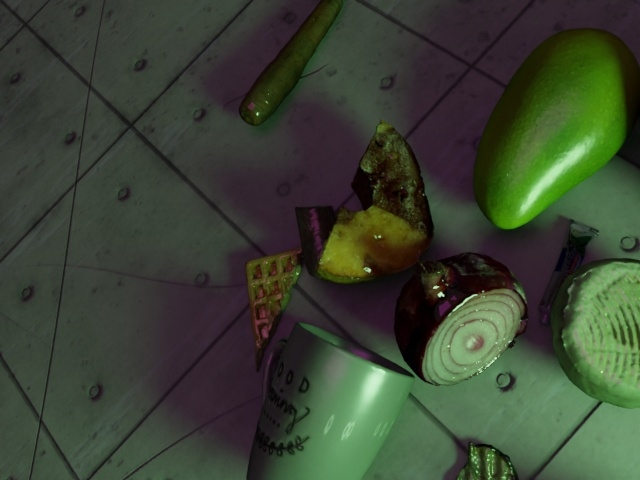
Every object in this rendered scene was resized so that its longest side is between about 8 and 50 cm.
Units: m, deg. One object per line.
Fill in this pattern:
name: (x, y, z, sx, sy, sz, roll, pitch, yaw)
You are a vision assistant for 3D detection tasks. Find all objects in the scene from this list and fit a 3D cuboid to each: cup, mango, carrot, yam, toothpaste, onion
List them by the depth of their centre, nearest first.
onion: (0.174, 0.084, 0.814, 0.195, 0.218, 0.140, -37, 36, 9)
cup: (-0.018, 0.248, 0.855, 0.258, 0.186, 0.234, 23, 86, 54)
toothpaste: (0.362, 0.048, 0.867, 0.045, 0.028, 0.170, 24, 76, 18)
mango: (0.350, -0.165, 0.880, 0.192, 0.156, 0.343, 29, 85, 33)
yam: (0.000, 0.000, 0.982, 0.069, 0.070, 0.146, -16, 74, 12)
carrot: (-0.047, -0.361, 1.135, 0.070, 0.070, 0.342, 27, 75, 25)

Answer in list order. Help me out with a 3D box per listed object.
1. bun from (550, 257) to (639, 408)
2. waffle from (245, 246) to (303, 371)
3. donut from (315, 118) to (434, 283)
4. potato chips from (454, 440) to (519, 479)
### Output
bun: (0.400, 0.121, 0.777, 0.195, 0.118, 0.195, -4, 75, 13)
waffle: (-0.064, 0.113, 0.984, 0.125, 0.032, 0.191, -15, 69, 10)
donut: (0.095, -0.033, 0.931, 0.151, 0.112, 0.295, 27, 63, -8)
potato chips: (0.217, 0.383, 0.788, 0.092, 0.028, 0.207, 10, 72, 23)
